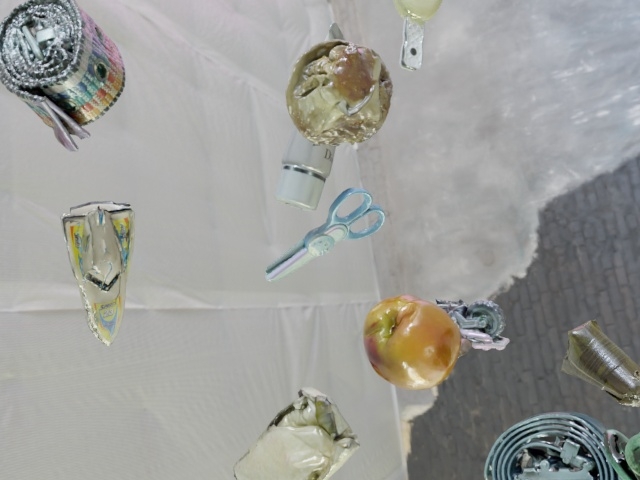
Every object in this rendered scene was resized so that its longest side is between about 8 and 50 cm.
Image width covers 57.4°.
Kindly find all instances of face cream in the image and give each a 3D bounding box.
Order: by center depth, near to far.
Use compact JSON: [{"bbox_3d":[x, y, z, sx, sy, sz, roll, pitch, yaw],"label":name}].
[{"bbox_3d":[-0.004,-0.210,1.040,0.143,0.089,0.315,25,-101,-68],"label":"face cream"}]

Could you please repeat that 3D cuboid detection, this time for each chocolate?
[{"bbox_3d":[0.296,0.248,1.354,0.064,0.100,0.031,-31,-82,-51],"label":"chocolate"}]

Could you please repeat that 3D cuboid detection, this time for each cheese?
[{"bbox_3d":[0.190,-0.449,1.156,0.127,0.049,0.235,8,-96,-21],"label":"cheese"}]

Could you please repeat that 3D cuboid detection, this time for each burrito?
[{"bbox_3d":[-0.040,0.480,1.298,0.135,0.332,0.190,19,-151,-42],"label":"burrito"}]

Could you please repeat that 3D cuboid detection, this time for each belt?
[{"bbox_3d":[0.437,0.435,1.102,0.116,0.267,0.207,18,-129,-47],"label":"belt"},{"bbox_3d":[-0.490,-0.331,1.127,0.295,0.206,0.160,48,176,30],"label":"belt"}]

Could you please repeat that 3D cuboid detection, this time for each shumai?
[{"bbox_3d":[0.031,-0.177,0.707,0.146,0.145,0.116,67,167,-21],"label":"shumai"}]

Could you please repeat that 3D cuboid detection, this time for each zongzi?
[{"bbox_3d":[0.568,0.282,1.178,0.184,0.084,0.187,84,159,-47],"label":"zongzi"}]

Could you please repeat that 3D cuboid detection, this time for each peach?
[{"bbox_3d":[0.128,0.146,0.829,0.138,0.138,0.138,43,-140,-52],"label":"peach"}]

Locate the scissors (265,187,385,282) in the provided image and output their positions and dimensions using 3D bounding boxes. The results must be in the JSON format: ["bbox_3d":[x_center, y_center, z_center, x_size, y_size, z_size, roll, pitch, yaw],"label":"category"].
[{"bbox_3d":[0.000,0.000,1.099,0.125,0.256,0.030,45,-167,-47],"label":"scissors"}]

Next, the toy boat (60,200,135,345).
[{"bbox_3d":[-0.274,0.044,0.737,0.084,0.066,0.211,-15,-59,-35],"label":"toy boat"}]

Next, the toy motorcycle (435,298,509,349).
[{"bbox_3d":[0.347,0.254,1.556,0.143,0.326,0.188,-27,-78,-47],"label":"toy motorcycle"}]

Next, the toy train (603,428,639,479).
[{"bbox_3d":[0.528,0.332,0.767,0.368,0.150,0.237,14,-137,-36],"label":"toy train"}]
